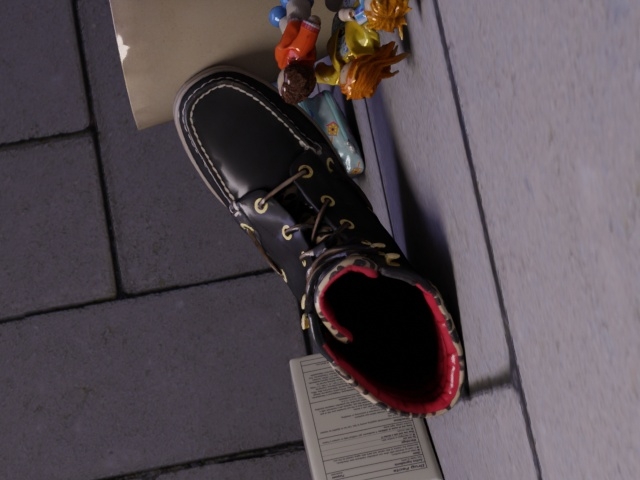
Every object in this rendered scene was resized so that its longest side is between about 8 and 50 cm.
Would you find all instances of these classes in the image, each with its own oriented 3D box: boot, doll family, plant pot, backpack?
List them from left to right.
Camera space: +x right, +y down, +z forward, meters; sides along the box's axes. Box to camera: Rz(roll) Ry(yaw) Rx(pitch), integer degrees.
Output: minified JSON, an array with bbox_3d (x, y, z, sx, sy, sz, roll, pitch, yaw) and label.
[{"bbox_3d":[-0.090,-0.270,1.332,0.256,0.274,0.257,170,90,-86],"label":"plant pot"},{"bbox_3d":[-0.030,-0.133,1.631,0.188,0.144,0.166,57,178,-2],"label":"backpack"},{"bbox_3d":[0.000,0.000,1.202,0.377,0.138,0.284,56,-179,-20],"label":"boot"},{"bbox_3d":[0.035,-0.226,1.089,0.163,0.118,0.263,-96,19,-44],"label":"doll family"}]

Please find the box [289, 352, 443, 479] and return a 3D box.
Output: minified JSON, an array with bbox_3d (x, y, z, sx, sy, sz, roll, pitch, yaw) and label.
[{"bbox_3d":[0.056,0.258,1.501,0.232,0.148,0.127,-105,6,-46],"label":"box"}]
